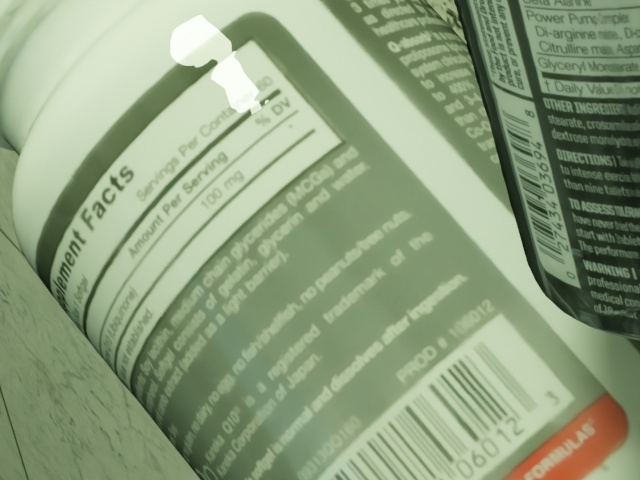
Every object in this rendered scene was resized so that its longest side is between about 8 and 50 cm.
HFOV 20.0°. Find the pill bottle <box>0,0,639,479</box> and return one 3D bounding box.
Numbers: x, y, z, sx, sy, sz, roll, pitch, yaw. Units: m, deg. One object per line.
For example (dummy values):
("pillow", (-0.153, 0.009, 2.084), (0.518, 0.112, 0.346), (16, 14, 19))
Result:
("pill bottle", (0.000, 0.000, 0.783), (0.363, 0.210, 0.210), (50, 157, 15))

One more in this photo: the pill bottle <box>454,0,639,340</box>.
("pill bottle", (0.100, -0.099, 0.544), (0.130, 0.130, 0.245), (28, 145, 48))
